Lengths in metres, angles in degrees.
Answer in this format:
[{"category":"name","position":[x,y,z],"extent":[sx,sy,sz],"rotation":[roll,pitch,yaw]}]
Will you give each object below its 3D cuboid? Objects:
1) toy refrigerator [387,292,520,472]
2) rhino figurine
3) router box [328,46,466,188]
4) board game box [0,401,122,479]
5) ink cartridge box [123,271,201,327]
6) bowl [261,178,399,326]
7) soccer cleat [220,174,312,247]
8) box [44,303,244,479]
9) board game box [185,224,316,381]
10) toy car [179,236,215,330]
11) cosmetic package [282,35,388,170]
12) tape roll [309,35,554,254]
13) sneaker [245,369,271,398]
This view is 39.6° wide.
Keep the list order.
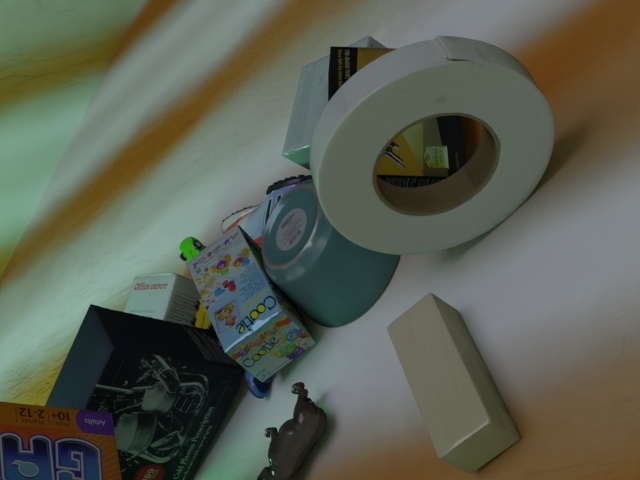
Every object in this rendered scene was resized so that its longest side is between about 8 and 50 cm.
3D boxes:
[{"category":"toy refrigerator","position":[0.207,0.221,1.404],"extent":[0.102,0.094,0.269],"rotation":[-42,40,19]},{"category":"rhino figurine","position":[-0.065,0.395,1.669],"extent":[0.243,0.073,0.106],"rotation":[-61,30,11]},{"category":"router box","position":[0.136,-0.220,1.648],"extent":[0.081,0.243,0.309],"rotation":[95,175,-58]},{"category":"board game box","position":[-0.576,0.518,1.521],"extent":[0.356,0.356,0.356],"rotation":[-42,50,31]},{"category":"ink cartridge box","position":[-0.396,0.245,2.156],"extent":[0.223,0.129,0.307],"rotation":[-6,65,52]},{"category":"bowl","position":[0.000,0.000,1.756],"extent":[0.311,0.163,0.311],"rotation":[-30,47,39]},{"category":"soccer cleat","position":[-0.102,-0.046,1.991],"extent":[0.318,0.109,0.116],"rotation":[-30,66,38]},{"category":"box","position":[-0.388,0.347,1.881],"extent":[0.179,0.312,0.343],"rotation":[44,113,52]},{"category":"board game box","position":[-0.146,0.126,1.823],"extent":[0.144,0.142,0.275],"rotation":[-36,46,5]},{"category":"toy car","position":[-0.249,0.087,2.058],"extent":[0.239,0.053,0.225],"rotation":[-41,73,30]},{"category":"cosmetic package","position":[0.055,-0.274,1.876],"extent":[0.225,0.138,0.224],"rotation":[-11,61,49]},{"category":"tape roll","position":[0.176,-0.138,1.408],"extent":[0.392,0.392,0.072],"rotation":[-45,38,26]},{"category":"sneaker","position":[-0.117,0.256,1.845],"extent":[0.059,0.053,0.144],"rotation":[-24,52,41]}]
